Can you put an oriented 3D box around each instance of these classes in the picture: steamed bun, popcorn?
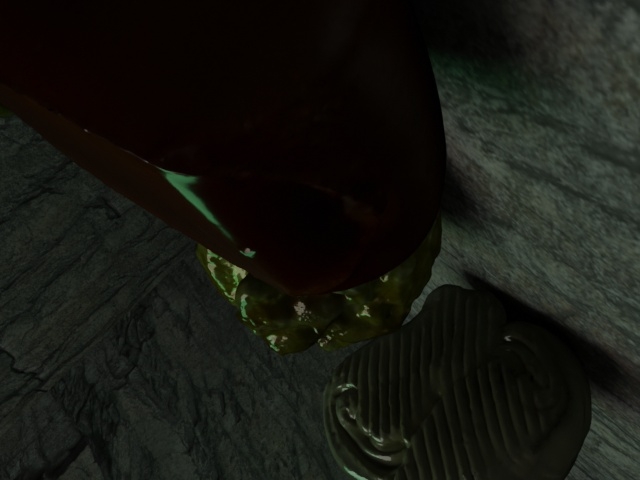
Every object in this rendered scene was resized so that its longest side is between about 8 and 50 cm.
[{"bbox_3d":[0.196,0.244,0.897,0.219,0.324,0.309,46,-178,-37],"label":"steamed bun"},{"bbox_3d":[-0.075,-0.140,0.508,0.379,0.248,0.235,27,166,35],"label":"steamed bun"},{"bbox_3d":[0.005,-0.009,0.771,0.282,0.282,0.246,62,-164,-66],"label":"popcorn"}]

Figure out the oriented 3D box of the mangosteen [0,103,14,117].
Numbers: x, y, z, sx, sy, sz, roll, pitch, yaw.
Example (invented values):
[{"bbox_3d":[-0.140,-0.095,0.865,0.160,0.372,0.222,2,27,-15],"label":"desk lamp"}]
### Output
[{"bbox_3d":[-0.320,-0.272,0.711,0.307,0.347,0.307,42,177,3],"label":"mangosteen"}]
